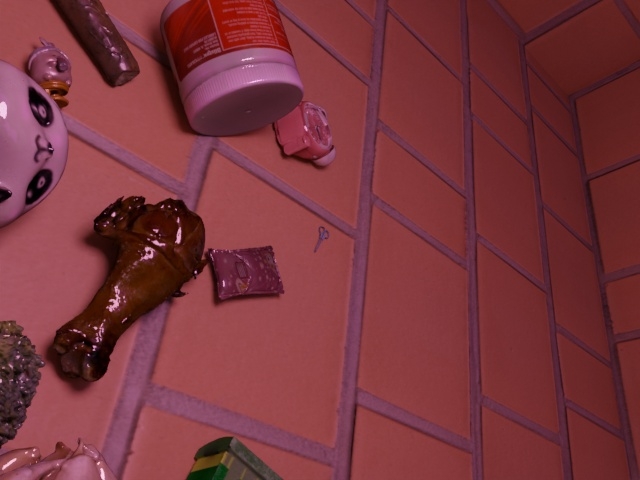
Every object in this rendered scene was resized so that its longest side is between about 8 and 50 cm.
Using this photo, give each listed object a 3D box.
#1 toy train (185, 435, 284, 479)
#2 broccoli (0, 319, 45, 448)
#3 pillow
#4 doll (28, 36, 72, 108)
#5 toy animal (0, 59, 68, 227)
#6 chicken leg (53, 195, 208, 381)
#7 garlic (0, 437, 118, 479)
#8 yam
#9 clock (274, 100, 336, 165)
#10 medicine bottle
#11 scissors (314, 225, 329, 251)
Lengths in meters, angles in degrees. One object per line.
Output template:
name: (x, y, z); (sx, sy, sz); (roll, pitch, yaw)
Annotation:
toy train: (-0.124, 0.482, 1.007); (0.301, 0.120, 0.202); (48, 40, -19)
broccoli: (-0.483, 0.177, 0.682); (0.288, 0.260, 0.235); (12, 96, -39)
pillow: (-0.153, 0.066, 1.244); (0.185, 0.043, 0.118); (3, 62, -50)
doll: (-0.468, -0.302, 1.062); (0.073, 0.084, 0.127); (-2, 79, -48)
toy animal: (-0.510, -0.140, 0.835); (0.310, 0.251, 0.250); (1, 70, -60)
chicken leg: (-0.314, 0.042, 1.009); (0.211, 0.140, 0.361); (60, 36, -18)
garlic: (-0.320, 0.340, 0.725); (0.203, 0.185, 0.281); (-63, 154, -12)
yam: (-0.473, -0.470, 1.151); (0.371, 0.083, 0.083); (56, 41, -11)
clock: (-0.035, -0.269, 1.512); (0.162, 0.093, 0.165); (8, 65, -55)
medicine bottle: (-0.186, -0.379, 1.271); (0.253, 0.253, 0.240); (-8, 76, -48)
scissors: (0.000, 0.000, 1.467); (0.036, 0.006, 0.083); (46, 43, -23)
